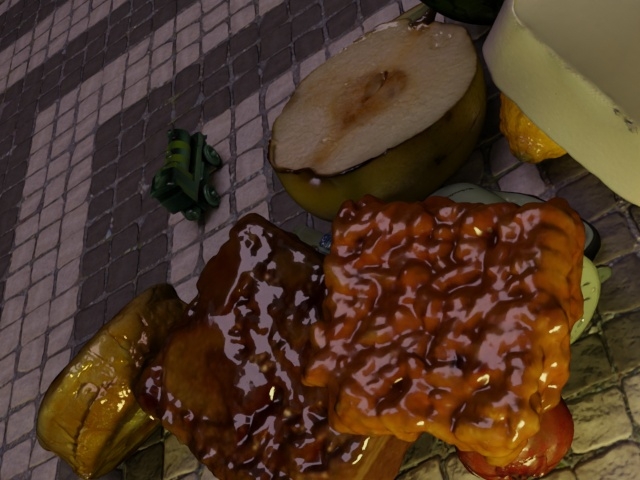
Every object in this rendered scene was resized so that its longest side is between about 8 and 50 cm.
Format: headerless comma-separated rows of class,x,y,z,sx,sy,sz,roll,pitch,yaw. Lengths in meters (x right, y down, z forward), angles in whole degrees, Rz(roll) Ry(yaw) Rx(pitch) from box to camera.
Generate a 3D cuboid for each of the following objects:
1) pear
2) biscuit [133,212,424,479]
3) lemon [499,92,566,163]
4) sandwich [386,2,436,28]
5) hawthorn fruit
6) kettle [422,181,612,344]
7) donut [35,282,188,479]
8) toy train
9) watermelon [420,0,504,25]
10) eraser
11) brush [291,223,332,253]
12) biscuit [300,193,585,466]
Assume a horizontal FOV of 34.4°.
pear,0.109,-0.163,1.628,0.340,0.191,0.386,11,53,43
biscuit,-0.033,0.188,1.421,0.395,0.166,0.343,36,98,36
lemon,0.330,-0.193,1.491,0.142,0.142,0.187,10,67,47
sandwich,0.125,-0.332,1.849,0.258,0.096,0.094,-29,35,25
hawthorn fruit,0.223,0.206,1.237,0.148,0.148,0.172,-26,58,25
kettle,0.255,0.023,1.384,0.240,0.165,0.255,-21,32,-14
donut,-0.303,0.230,1.644,0.160,0.330,0.330,35,83,18
toy train,-0.260,-0.136,2.016,0.083,0.132,0.200,-26,45,24
watermelon,0.270,-0.513,1.659,0.363,0.363,0.363,-25,43,26
eraser,0.423,-0.245,1.371,0.331,0.150,0.332,3,65,-6
brush,0.000,0.000,1.733,0.178,0.030,0.033,21,83,50
biscuit,0.139,0.087,1.191,0.312,0.110,0.318,3,68,28
